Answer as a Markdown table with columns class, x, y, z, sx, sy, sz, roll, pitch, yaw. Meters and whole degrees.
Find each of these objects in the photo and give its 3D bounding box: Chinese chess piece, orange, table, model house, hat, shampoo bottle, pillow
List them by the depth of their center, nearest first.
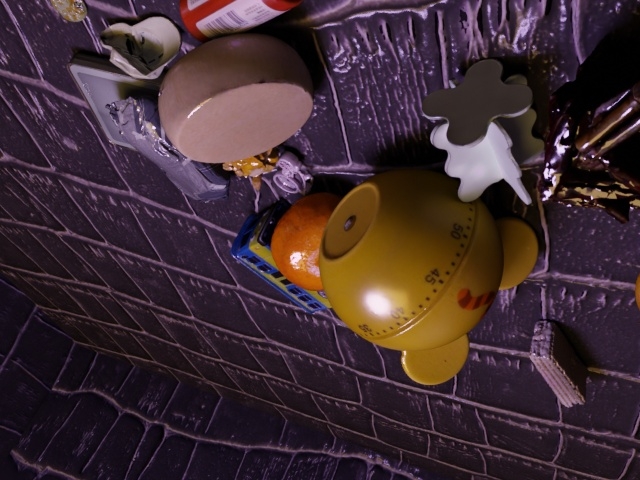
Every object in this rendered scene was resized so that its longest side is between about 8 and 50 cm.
| class | x | y | z | sx | sy | sz | roll | pitch | yaw |
| --- | --- | --- | --- | --- | --- | --- | --- | --- | --- |
| model house | 0.417 | -0.105 | 0.843 | 0.297 | 0.317 | 0.283 | 47 | 143 | -10 |
| shampoo bottle | -0.094 | -0.383 | 0.968 | 0.278 | 0.104 | 0.104 | -7 | 137 | 45 |
| table | 0.267 | -0.154 | 1.014 | 0.167 | 0.166 | 0.198 | 5 | 152 | 33 |
| Chinese chess piece | -0.143 | -0.237 | 1.107 | 0.273 | 0.102 | 0.273 | -20 | 163 | -6 |
| hat | -0.330 | -0.371 | 1.229 | 0.166 | 0.081 | 0.122 | -16 | 92 | 32 |
| pillow | -0.311 | -0.185 | 1.389 | 0.162 | 0.092 | 0.335 | 5 | 150 | 44 |
| orange | 0.000 | 0.000 | 1.410 | 0.224 | 0.170 | 0.223 | -4 | 118 | -8 |

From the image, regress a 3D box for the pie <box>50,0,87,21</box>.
| class | x | y | z | sx | sy | sz | roll | pitch | yaw |
| --- | --- | --- | --- | --- | --- | --- | --- | --- | --- |
| pie | -0.489 | -0.459 | 1.250 | 0.085 | 0.017 | 0.085 | 18 | 150 | 11 |

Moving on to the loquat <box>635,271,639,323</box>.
| class | x | y | z | sx | sy | sz | roll | pitch | yaw |
| --- | --- | --- | --- | --- | --- | --- | --- | --- | --- |
| loquat | 0.632 | 0.098 | 1.065 | 0.208 | 0.208 | 0.208 | 20 | 150 | 12 |

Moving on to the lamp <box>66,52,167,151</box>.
| class | x | y | z | sx | sy | sz | roll | pitch | yaw |
| --- | --- | --- | --- | --- | --- | --- | --- | --- | --- |
| lamp | -0.401 | -0.283 | 1.434 | 0.269 | 0.047 | 0.266 | 17 | 149 | 16 |

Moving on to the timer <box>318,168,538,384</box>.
| class | x | y | z | sx | sy | sz | roll | pitch | yaw |
| --- | --- | --- | --- | --- | --- | --- | --- | --- | --- |
| timer | 0.196 | 0.058 | 1.217 | 0.387 | 0.376 | 0.376 | 33 | 151 | -22 |

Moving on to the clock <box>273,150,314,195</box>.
| class | x | y | z | sx | sy | sz | roll | pitch | yaw |
| --- | --- | --- | --- | --- | --- | --- | --- | --- | --- |
| clock | -0.059 | -0.143 | 1.393 | 0.087 | 0.041 | 0.129 | 26 | 156 | 9 |

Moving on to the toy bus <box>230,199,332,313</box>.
| class | x | y | z | sx | sy | sz | roll | pitch | yaw |
| --- | --- | --- | --- | --- | --- | --- | --- | --- | --- |
| toy bus | -0.056 | 0.045 | 1.595 | 0.288 | 0.138 | 0.175 | 39 | 148 | -22 |

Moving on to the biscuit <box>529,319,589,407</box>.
| class | x | y | z | sx | sy | sz | roll | pitch | yaw |
| --- | --- | --- | --- | --- | --- | --- | --- | --- | --- |
| biscuit | 0.569 | 0.293 | 1.529 | 0.062 | 0.108 | 0.239 | -10 | 134 | 39 |

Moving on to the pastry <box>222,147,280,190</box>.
| class | x | y | z | sx | sy | sz | roll | pitch | yaw |
| --- | --- | --- | --- | --- | --- | --- | --- | --- | --- |
| pastry | -0.193 | -0.215 | 1.317 | 0.154 | 0.102 | 0.250 | -12 | 132 | 40 |
